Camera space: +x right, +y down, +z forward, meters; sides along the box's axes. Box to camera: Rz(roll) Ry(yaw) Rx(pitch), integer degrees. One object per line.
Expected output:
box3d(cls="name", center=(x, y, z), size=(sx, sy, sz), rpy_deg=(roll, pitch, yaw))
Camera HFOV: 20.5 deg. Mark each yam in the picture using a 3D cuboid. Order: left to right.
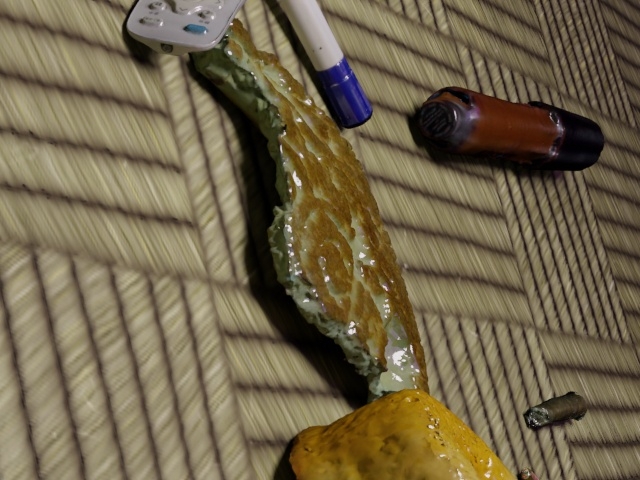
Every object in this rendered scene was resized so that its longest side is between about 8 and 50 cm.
box3d(cls="yam", center=(0.240, 0.175, 1.792), size=(0.129, 0.027, 0.033), rpy_deg=(-6, 76, -64))

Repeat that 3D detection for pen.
box3d(cls="pen", center=(-0.025, -0.215, 1.525), size=(0.269, 0.033, 0.033), rpy_deg=(61, 26, -25))

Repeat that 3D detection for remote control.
box3d(cls="remote control", center=(-0.086, -0.195, 1.374), size=(0.229, 0.073, 0.044), rpy_deg=(-68, 168, -55))

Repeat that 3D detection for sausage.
box3d(cls="sausage", center=(0.216, 0.247, 1.698), size=(0.100, 0.015, 0.015), rpy_deg=(50, 31, -37))

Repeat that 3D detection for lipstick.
box3d(cls="lipstick", center=(0.208, -0.117, 1.895), size=(0.418, 0.077, 0.077), rpy_deg=(1, 70, -62))

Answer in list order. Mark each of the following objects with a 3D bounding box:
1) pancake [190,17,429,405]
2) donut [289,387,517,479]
box3d(cls="pancake", center=(-0.004, 0.002, 1.401), size=(0.376, 0.054, 0.197), rpy_deg=(65, 23, -4))
box3d(cls="donut", center=(0.103, 0.223, 1.300), size=(0.277, 0.108, 0.277), rpy_deg=(50, 7, -8))
